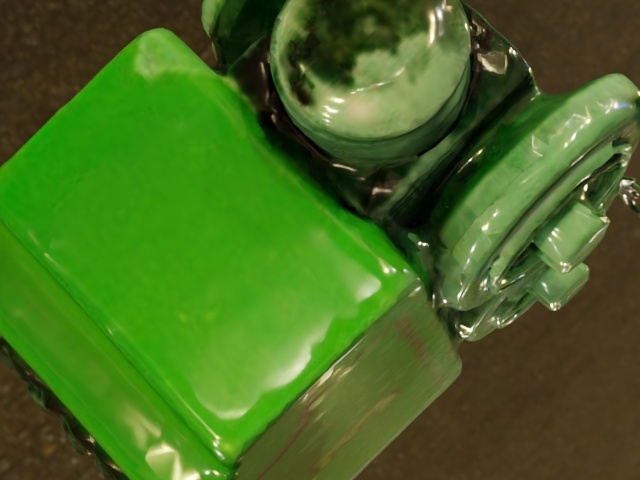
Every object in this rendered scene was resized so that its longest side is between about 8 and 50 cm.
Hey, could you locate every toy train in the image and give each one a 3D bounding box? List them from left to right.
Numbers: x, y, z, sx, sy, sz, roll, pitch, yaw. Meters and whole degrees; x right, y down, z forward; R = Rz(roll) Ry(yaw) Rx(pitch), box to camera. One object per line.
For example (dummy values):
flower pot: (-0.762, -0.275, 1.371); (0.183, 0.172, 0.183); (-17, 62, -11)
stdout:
toy train: (0.000, 0.000, 0.467); (0.188, 0.132, 0.243); (-44, 166, -3)
